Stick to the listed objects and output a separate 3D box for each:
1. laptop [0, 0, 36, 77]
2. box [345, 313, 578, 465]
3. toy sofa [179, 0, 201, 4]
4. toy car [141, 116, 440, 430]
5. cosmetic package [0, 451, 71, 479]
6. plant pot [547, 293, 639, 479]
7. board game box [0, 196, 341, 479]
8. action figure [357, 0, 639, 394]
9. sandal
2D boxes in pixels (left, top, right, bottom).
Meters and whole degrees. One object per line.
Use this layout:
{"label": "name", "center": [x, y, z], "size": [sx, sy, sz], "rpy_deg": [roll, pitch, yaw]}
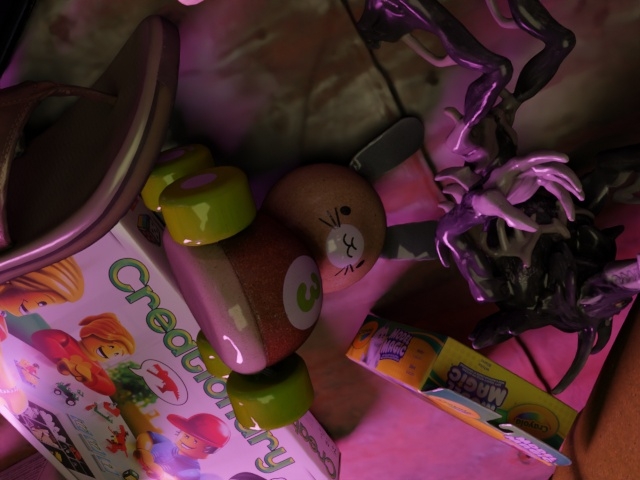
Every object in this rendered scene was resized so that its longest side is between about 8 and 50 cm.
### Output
{"label": "laptop", "center": [-0.369, -0.241, 0.415], "size": [0.408, 0.236, 0.382], "rpy_deg": [43, 124, 3]}
{"label": "box", "center": [0.091, 0.097, 0.556], "size": [0.105, 0.179, 0.043], "rpy_deg": [31, 84, -13]}
{"label": "toy sofa", "center": [0.013, -0.213, 0.275], "size": [0.150, 0.362, 0.177], "rpy_deg": [-23, 109, 16]}
{"label": "toy car", "center": [0.000, 0.000, 0.532], "size": [0.188, 0.149, 0.155], "rpy_deg": [-23, 113, -15]}
{"label": "cosmetic package", "center": [-0.258, 0.314, 0.624], "size": [0.160, 0.309, 0.113], "rpy_deg": [-30, 113, 20]}
{"label": "plant pot", "center": [0.330, 0.065, 0.446], "size": [0.366, 0.366, 0.353], "rpy_deg": [8, 107, 0]}
{"label": "board game box", "center": [-0.144, 0.116, 0.650], "size": [0.193, 0.053, 0.305], "rpy_deg": [-28, 114, 18]}
{"label": "action figure", "center": [0.127, -0.045, 0.455], "size": [0.141, 0.164, 0.276], "rpy_deg": [-12, 107, 59]}
{"label": "sandal", "center": [-0.204, -0.038, 0.520], "size": [0.303, 0.120, 0.086], "rpy_deg": [-31, 136, 21]}
